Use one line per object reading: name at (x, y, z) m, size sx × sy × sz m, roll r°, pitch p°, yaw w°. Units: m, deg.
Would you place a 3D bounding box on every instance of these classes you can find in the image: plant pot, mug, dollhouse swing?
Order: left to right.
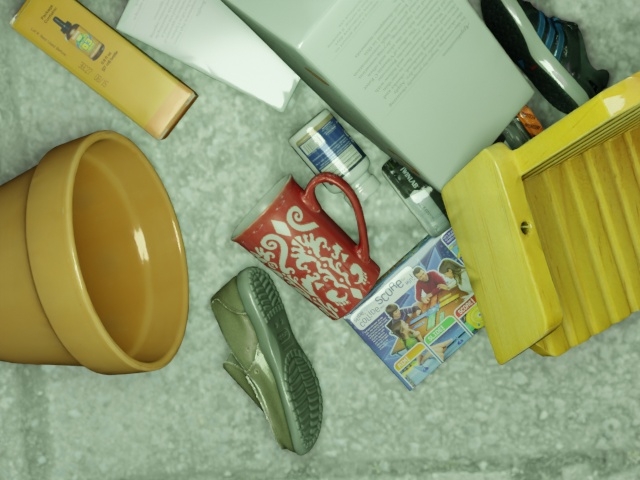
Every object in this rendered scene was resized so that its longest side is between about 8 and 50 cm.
plant pot at (-0.311, 0.032, 1.427) m, size 0.203 × 0.291 × 0.291 m, roll -13°, pitch 98°, yaw 18°
mug at (-0.006, 0.007, 1.485) m, size 0.169 × 0.150 × 0.113 m, roll 43°, pitch 52°, yaw -10°
dollhouse swing at (0.377, -0.051, 1.331) m, size 0.347 × 0.305 × 0.315 m, roll -24°, pitch 99°, yaw -31°

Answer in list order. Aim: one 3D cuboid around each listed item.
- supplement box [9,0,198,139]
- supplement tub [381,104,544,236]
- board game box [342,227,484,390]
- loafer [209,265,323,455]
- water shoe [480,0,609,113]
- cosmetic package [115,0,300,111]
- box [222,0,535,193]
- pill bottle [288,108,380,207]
supplement box at (-0.267, -0.225, 1.478) m, size 0.233 × 0.080 × 0.078 m, roll 38°, pitch 95°, yaw -7°
supplement tub at (0.182, -0.102, 1.481) m, size 0.190 × 0.117 × 0.117 m, roll -37°, pitch 97°, yaw 4°
board game box at (0.146, 0.080, 1.545) m, size 0.201 × 0.035 × 0.136 m, roll -41°, pitch 97°, yaw 4°
loafer at (-0.072, 0.160, 1.536) m, size 0.087 × 0.094 × 0.251 m, roll -20°, pitch 88°, yaw 26°
water shoe at (0.282, -0.254, 1.496) m, size 0.080 × 0.073 × 0.203 m, roll -42°, pitch 101°, yaw -17°
cosmetic package at (-0.124, -0.261, 1.473) m, size 0.231 × 0.085 × 0.117 m, roll 27°, pitch 96°, yaw -6°
box at (0.055, -0.231, 1.321) m, size 0.168 × 0.345 × 0.215 m, roll -50°, pitch 51°, yaw 2°
pill bottle at (0.020, -0.102, 1.503) m, size 0.067 × 0.067 × 0.120 m, roll -40°, pitch 96°, yaw 4°
